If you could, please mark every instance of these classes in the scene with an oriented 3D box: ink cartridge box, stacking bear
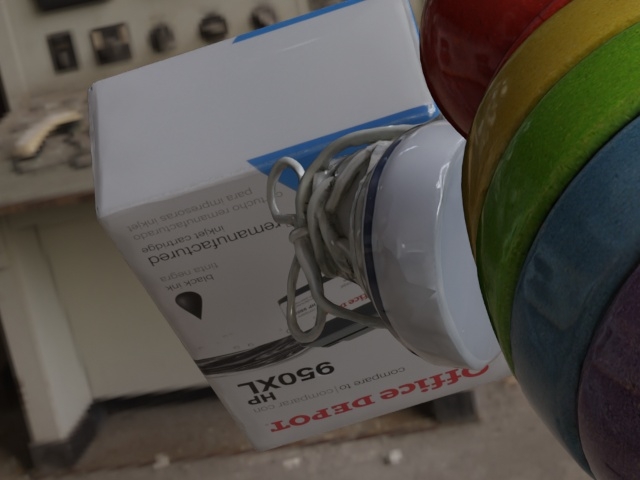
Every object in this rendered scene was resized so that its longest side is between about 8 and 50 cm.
[{"bbox_3d":[0.000,0.000,1.214,0.285,0.395,0.166,-17,50,7],"label":"ink cartridge box"},{"bbox_3d":[0.118,-0.023,0.420,0.164,0.175,0.289,-47,36,18],"label":"stacking bear"}]

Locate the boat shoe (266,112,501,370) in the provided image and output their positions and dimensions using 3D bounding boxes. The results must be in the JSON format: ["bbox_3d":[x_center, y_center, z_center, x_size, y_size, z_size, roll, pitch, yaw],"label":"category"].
[{"bbox_3d":[0.038,-0.008,0.786,0.156,0.136,0.367,4,4,15],"label":"boat shoe"}]
